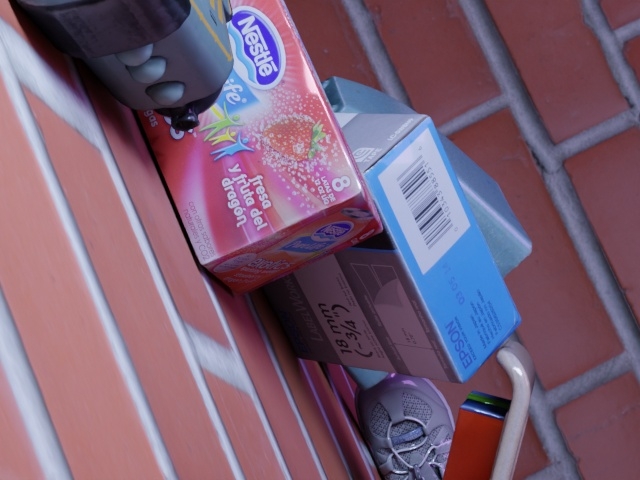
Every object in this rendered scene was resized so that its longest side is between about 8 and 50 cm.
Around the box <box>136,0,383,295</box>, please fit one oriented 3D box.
[{"bbox_3d":[-0.075,-0.124,1.471,0.154,0.142,0.300,55,12,-75],"label":"box"}]

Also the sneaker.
[{"bbox_3d":[0.126,0.270,2.076,0.115,0.105,0.281,-107,172,-65],"label":"sneaker"}]

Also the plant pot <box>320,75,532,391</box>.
[{"bbox_3d":[0.045,-0.036,1.998,0.252,0.247,0.248,45,10,-17],"label":"plant pot"}]

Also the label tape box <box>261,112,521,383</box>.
[{"bbox_3d":[0.000,0.000,1.709,0.333,0.106,0.241,5,-50,46],"label":"label tape box"}]

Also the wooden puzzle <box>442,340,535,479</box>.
[{"bbox_3d":[0.145,0.271,1.743,0.322,0.080,0.348,9,91,-83],"label":"wooden puzzle"}]

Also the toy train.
[{"bbox_3d":[-0.138,-0.197,1.232,0.334,0.142,0.190,60,18,-73],"label":"toy train"}]
